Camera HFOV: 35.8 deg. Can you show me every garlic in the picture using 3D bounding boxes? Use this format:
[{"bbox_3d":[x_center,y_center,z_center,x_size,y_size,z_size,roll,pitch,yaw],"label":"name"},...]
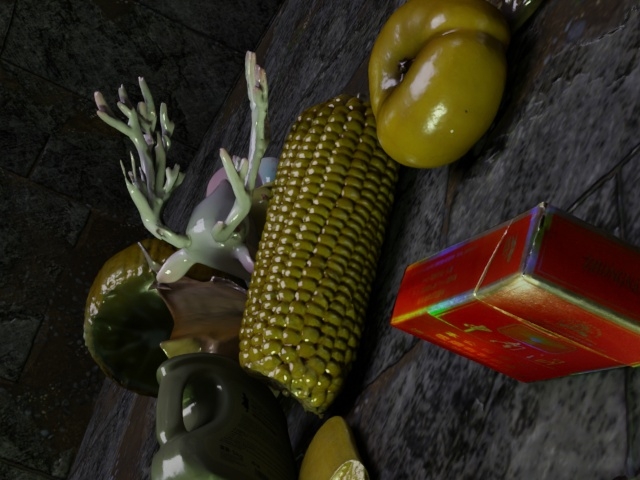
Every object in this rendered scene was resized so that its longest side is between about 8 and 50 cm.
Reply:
[{"bbox_3d":[-0.133,0.106,1.268,0.151,0.196,0.338,-45,25,6],"label":"garlic"}]

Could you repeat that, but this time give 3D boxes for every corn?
[{"bbox_3d":[0.000,0.000,1.076,0.144,0.144,0.387,-45,24,55],"label":"corn"}]

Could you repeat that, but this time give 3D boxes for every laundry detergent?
[{"bbox_3d":[-0.097,0.199,0.988,0.091,0.181,0.253,-39,27,15],"label":"laundry detergent"}]

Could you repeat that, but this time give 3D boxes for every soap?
[{"bbox_3d":[0.012,0.214,0.886,0.168,0.033,0.089,-143,75,-75],"label":"soap"}]

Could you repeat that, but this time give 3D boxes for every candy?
[{"bbox_3d":[-0.224,0.119,1.480,0.260,0.260,0.118,-59,19,25],"label":"candy"}]

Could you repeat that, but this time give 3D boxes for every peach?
[{"bbox_3d":[0.114,-0.159,0.969,0.179,0.103,0.179,-34,48,51],"label":"peach"}]

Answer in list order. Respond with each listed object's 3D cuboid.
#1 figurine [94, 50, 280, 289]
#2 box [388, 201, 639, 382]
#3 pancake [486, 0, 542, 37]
[{"bbox_3d":[-0.125,-0.065,1.214,0.316,0.207,0.284,-23,-74,-80],"label":"figurine"},{"bbox_3d":[0.127,0.040,0.595,0.048,0.112,0.175,-70,13,-19],"label":"box"},{"bbox_3d":[0.209,-0.309,1.062,0.288,0.033,0.286,-63,12,9],"label":"pancake"}]
